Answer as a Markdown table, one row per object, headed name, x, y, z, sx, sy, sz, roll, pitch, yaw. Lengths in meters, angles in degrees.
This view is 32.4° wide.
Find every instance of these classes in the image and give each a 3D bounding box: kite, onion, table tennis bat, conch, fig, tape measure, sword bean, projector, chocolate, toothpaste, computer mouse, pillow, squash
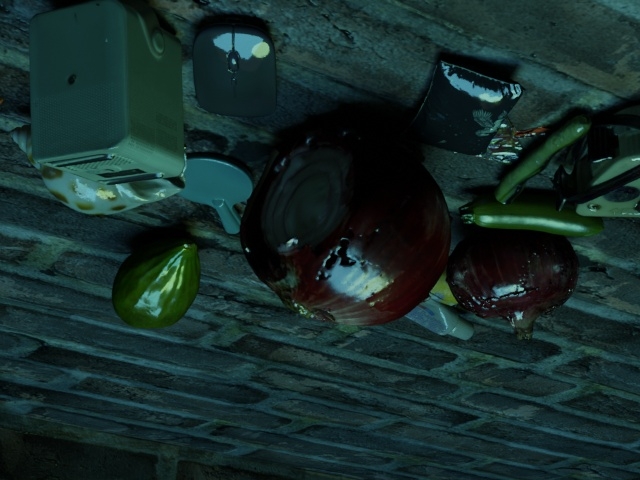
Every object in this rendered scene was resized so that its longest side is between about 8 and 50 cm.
| name | x | y | z | sx | sy | sz | roll | pitch | yaw |
| --- | --- | --- | --- | --- | --- | --- | --- | --- | --- |
| kite | 0.282 | -0.163 | 1.755 | 0.189 | 0.009 | 0.232 | -8 | 153 | 22 |
| onion | 0.051 | -0.010 | 1.735 | 0.342 | 0.341 | 0.341 | 2 | 155 | 1 |
| table tennis bat | -0.184 | -0.082 | 1.953 | 0.153 | 0.040 | 0.244 | -2 | 151 | 13 |
| conch | -0.349 | -0.131 | 1.729 | 0.275 | 0.182 | 0.149 | 12 | -173 | -15 |
| fig | -0.318 | 0.065 | 2.169 | 0.167 | 0.167 | 0.233 | 12 | 114 | -19 |
| tape measure | 0.503 | -0.116 | 1.696 | 0.271 | 0.132 | 0.231 | 3 | 156 | 7 |
| sword bean | 0.351 | -0.128 | 1.771 | 0.043 | 0.038 | 0.269 | -3 | 158 | -23 |
| projector | -0.284 | -0.205 | 1.481 | 0.164 | 0.242 | 0.177 | -8 | 170 | 20 |
| chocolate | 0.186 | 0.067 | 2.196 | 0.219 | 0.085 | 0.086 | 17 | 152 | -21 |
| toothpaste | 0.218 | 0.148 | 2.393 | 0.282 | 0.068 | 0.099 | 28 | 116 | -26 |
| computer mouse | -0.122 | -0.235 | 1.589 | 0.120 | 0.057 | 0.232 | 3 | 156 | -2 |
| pillow | 0.213 | -0.193 | 1.645 | 0.141 | 0.055 | 0.208 | 13 | 154 | -6 |
| onion | 0.353 | 0.077 | 2.023 | 0.252 | 0.219 | 0.252 | -2 | 167 | -1 |
| squash | 0.367 | -0.048 | 1.925 | 0.258 | 0.069 | 0.069 | 7 | 155 | -2 |

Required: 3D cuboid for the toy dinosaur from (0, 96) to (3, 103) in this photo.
| name | x | y | z | sx | sy | sz | roll | pitch | yaw |
| --- | --- | --- | --- | --- | --- | --- | --- | --- | --- |
| toy dinosaur | -0.573 | -0.184 | 1.744 | 0.288 | 0.070 | 0.117 | -13 | 151 | 41 |
